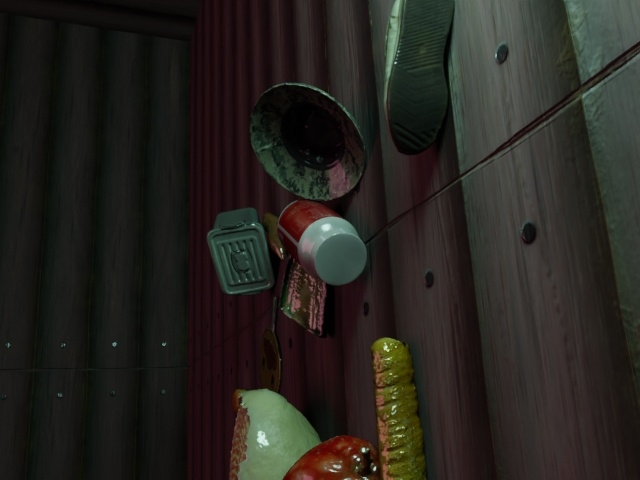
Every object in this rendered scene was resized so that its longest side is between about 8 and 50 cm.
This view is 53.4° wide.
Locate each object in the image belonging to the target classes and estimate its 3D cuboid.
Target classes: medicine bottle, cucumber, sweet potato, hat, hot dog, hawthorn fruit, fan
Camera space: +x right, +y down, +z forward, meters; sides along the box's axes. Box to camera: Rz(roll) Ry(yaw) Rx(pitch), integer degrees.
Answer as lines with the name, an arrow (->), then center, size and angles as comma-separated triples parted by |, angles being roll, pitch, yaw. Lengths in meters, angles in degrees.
medicine bottle -> 0.000, 0.000, 1.296 | 0.250, 0.131, 0.131 | -139, 54, -64
cucumber -> -0.025, 0.120, 1.431 | 0.115, 0.086, 0.193 | -2, 82, 26
sweet potato -> -0.124, -0.020, 1.770 | 0.218, 0.051, 0.065 | -115, 37, -52
hat -> -0.006, -0.222, 1.311 | 0.128, 0.265, 0.265 | -55, -10, -47
hot dog -> 0.124, 0.295, 0.992 | 0.068, 0.083, 0.289 | -13, 70, 30
hawthorn fruit -> 0.037, 0.417, 1.037 | 0.205, 0.205, 0.253 | -105, 31, -41
fan -> -0.143, 0.320, 1.831 | 0.229, 0.011, 0.335 | -143, 56, -67

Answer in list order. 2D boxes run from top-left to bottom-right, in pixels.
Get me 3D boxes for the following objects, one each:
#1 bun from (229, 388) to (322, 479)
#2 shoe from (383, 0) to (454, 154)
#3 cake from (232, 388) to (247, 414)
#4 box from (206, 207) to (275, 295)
bun -> -0.094, 0.506, 1.382 | 0.364, 0.202, 0.364 | -177, 90, -79
shoe -> 0.142, -0.269, 0.991 | 0.098, 0.103, 0.275 | -179, 98, -72
cake -> -0.264, 0.531, 2.095 | 0.084, 0.044, 0.084 | -176, 90, -69
box -> -0.226, 0.025, 1.836 | 0.135, 0.163, 0.243 | -100, -2, -57
